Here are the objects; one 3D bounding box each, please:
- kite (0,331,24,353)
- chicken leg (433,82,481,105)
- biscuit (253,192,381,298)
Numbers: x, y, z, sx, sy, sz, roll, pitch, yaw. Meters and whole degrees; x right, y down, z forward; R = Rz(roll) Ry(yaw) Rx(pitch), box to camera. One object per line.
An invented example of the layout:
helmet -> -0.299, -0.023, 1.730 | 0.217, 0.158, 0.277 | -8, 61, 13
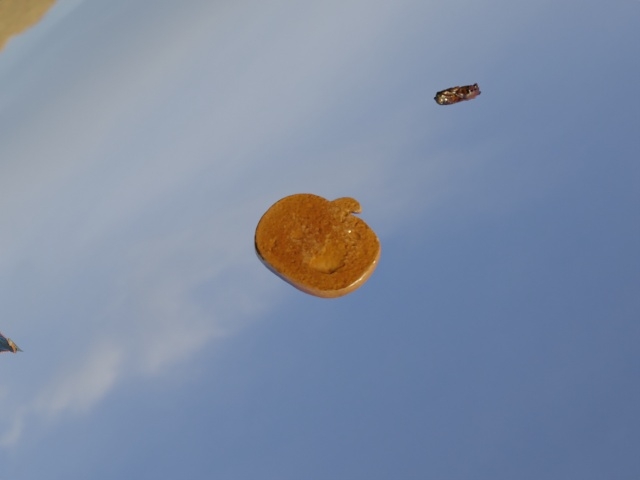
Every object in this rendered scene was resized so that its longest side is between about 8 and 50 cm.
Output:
kite -> -0.344, 0.062, 0.891 | 0.321, 0.234, 0.016 | -19, -125, 45
chicken leg -> 0.153, -0.168, 1.272 | 0.083, 0.021, 0.036 | -18, -163, -40
biscuit -> 0.000, 0.000, 0.767 | 0.091, 0.015, 0.078 | 35, -110, 23
